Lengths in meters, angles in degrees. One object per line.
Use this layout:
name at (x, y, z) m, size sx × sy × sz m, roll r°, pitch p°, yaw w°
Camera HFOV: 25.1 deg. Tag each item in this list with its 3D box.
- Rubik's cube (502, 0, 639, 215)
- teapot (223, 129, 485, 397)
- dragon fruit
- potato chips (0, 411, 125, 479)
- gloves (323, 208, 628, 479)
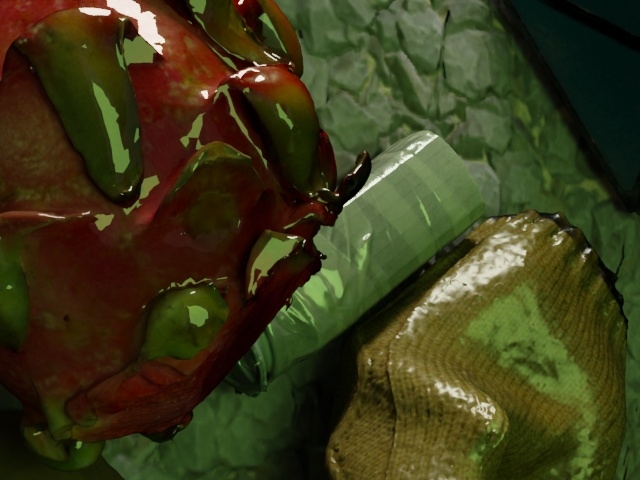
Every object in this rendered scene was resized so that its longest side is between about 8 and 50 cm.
Rubik's cube at (0.314, -0.188, 1.018) m, size 0.255 × 0.260 × 0.259 m, roll -44°, pitch 109°, yaw -28°
teapot at (0.000, 0.000, 0.885) m, size 0.200 × 0.077 × 0.107 m, roll -38°, pitch 98°, yaw -32°
dragon fruit at (-0.105, -0.049, 0.733) m, size 0.243 × 0.227 × 0.307 m, roll 35°, pitch 54°, yaw -15°
potato chips at (-0.159, 0.199, 0.764) m, size 0.195 × 0.062 × 0.208 m, roll 26°, pitch 74°, yaw -30°
gloves at (0.088, 0.135, 0.888) m, size 0.203 × 0.155 × 0.356 m, roll 58°, pitch 39°, yaw -27°
